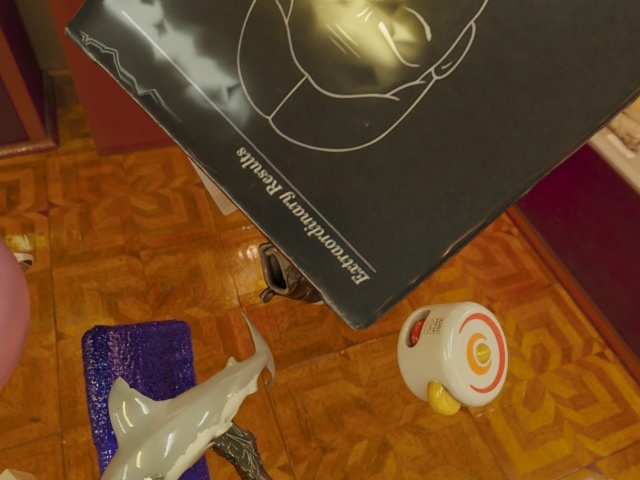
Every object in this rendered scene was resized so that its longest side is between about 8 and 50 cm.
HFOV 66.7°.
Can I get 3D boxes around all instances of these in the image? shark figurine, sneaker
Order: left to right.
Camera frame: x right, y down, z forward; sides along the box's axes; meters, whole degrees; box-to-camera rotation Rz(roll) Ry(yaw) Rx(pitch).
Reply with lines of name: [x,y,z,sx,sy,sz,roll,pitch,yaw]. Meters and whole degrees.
shark figurine: [-0.141,0.163,0.484,0.116,0.166,0.278,42,57,6]
sneaker: [-0.209,0.605,1.380,0.267,0.101,0.106,44,49,5]
sneaker: [0.000,0.000,0.751,0.153,0.268,0.101,-3,40,-47]

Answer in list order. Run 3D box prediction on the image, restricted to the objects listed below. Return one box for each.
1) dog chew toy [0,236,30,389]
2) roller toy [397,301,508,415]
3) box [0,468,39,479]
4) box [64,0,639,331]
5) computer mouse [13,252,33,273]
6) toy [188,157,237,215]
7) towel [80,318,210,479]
dog chew toy: [-0.346,0.030,0.286,0.207,0.331,0.206,-3,67,8]
roller toy: [0.255,0.215,0.926,0.210,0.146,0.190,-7,84,-37]
box: [-0.617,0.574,0.845,0.121,0.148,0.311,37,60,10]
box: [0.079,-0.186,0.369,0.293,0.395,0.212,47,15,0]
computer mouse: [-0.545,0.078,0.763,0.042,0.106,0.193,45,70,1]
toy: [-0.153,-0.165,0.716,0.137,0.056,0.237,-34,96,-28]
towel: [-0.245,0.270,0.727,0.076,0.228,0.307,-14,81,10]
